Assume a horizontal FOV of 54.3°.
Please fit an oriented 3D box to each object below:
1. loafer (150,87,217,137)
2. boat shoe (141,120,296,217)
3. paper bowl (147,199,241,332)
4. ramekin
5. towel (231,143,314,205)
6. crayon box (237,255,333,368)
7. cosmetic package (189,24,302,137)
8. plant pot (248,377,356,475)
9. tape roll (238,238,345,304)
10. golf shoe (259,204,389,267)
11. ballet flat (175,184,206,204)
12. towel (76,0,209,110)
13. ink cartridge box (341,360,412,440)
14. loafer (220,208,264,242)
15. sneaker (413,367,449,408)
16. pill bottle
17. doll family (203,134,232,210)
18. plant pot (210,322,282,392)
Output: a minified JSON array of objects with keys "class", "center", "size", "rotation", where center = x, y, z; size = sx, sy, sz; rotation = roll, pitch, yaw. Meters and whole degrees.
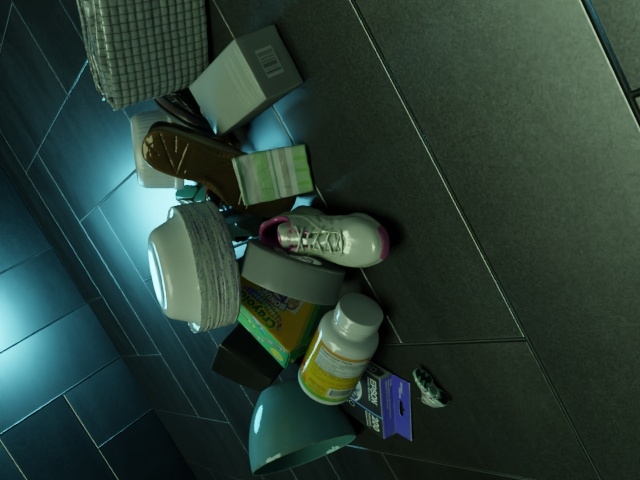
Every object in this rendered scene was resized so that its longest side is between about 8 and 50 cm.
[{"class":"loafer","center":[-0.321,-0.336,1.420],"size":[0.302,0.109,0.095],"rotation":[36,117,28]},{"class":"boat shoe","center":[-0.208,-0.161,1.335],"size":[0.123,0.342,0.123],"rotation":[-60,21,25]},{"class":"paper bowl","center":[-0.287,0.061,1.368],"size":[0.284,0.148,0.284],"rotation":[168,90,-67]},{"class":"ramekin","center":[-0.404,-0.223,1.542],"size":[0.207,0.109,0.207],"rotation":[172,90,-72]},{"class":"towel","center":[-0.096,-0.133,1.278],"size":[0.023,0.152,0.113],"rotation":[-101,-1,-57]},{"class":"crayon box","center":[-0.114,0.153,1.519],"size":[0.278,0.165,0.081],"rotation":[42,145,20]},{"class":"cosmetic package","center":[-0.153,-0.306,1.230],"size":[0.238,0.107,0.127],"rotation":[-13,107,59]},{"class":"plant pot","center":[-0.071,0.488,1.692],"size":[0.290,0.290,0.195],"rotation":[119,136,-54]},{"class":"tape roll","center":[-0.060,0.065,1.327],"size":[0.219,0.219,0.072],"rotation":[24,97,40]},{"class":"golf shoe","center":[0.000,0.000,1.249],"size":[0.306,0.140,0.115],"rotation":[9,106,48]},{"class":"ballet flat","center":[-0.309,-0.113,1.647],"size":[0.213,0.072,0.068],"rotation":[8,152,50]},{"class":"towel","center":[-0.360,-0.433,1.266],"size":[0.121,0.235,0.283],"rotation":[43,145,36]},{"class":"ink cartridge box","center":[0.127,0.379,1.516],"size":[0.208,0.045,0.206],"rotation":[24,134,39]},{"class":"loafer","center":[-0.224,-0.028,1.567],"size":[0.251,0.094,0.087],"rotation":[-8,114,52]},{"class":"sneaker","center":[0.224,0.324,1.347],"size":[0.098,0.038,0.069],"rotation":[51,146,9]},{"class":"pill bottle","center":[0.048,0.237,1.384],"size":[0.136,0.136,0.245],"rotation":[40,128,24]},{"class":"doll family","center":[-0.245,-0.172,1.480],"size":[0.263,0.118,0.163],"rotation":[69,156,13]},{"class":"plant pot","center":[-0.172,0.310,1.732],"size":[0.167,0.187,0.188],"rotation":[38,145,6]}]
